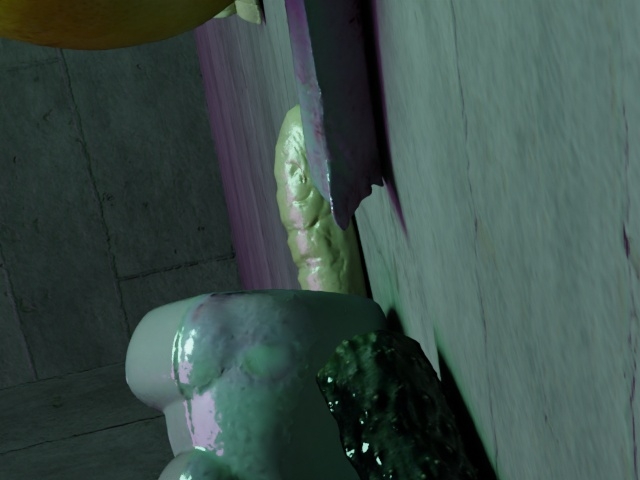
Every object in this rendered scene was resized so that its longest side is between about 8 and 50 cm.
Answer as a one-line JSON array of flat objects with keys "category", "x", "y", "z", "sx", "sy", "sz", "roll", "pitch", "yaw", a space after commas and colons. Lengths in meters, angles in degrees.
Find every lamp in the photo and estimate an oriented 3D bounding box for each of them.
[{"category": "lamp", "x": -0.005, "y": 0.185, "z": 1.138, "sx": 0.247, "sy": 0.247, "sz": 0.301, "roll": -15, "pitch": 72, "yaw": 46}]

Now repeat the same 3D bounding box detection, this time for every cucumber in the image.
[{"category": "cucumber", "x": 0.063, "y": 0.124, "z": 0.911, "sx": 0.078, "sy": 0.062, "sz": 0.211, "roll": 42, "pitch": -172, "yaw": -29}]

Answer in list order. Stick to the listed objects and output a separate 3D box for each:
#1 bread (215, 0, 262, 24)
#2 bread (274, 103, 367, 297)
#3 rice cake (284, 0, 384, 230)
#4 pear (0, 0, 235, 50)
[{"category": "bread", "x": -0.085, "y": -0.289, "z": 1.736, "sx": 0.152, "sy": 0.105, "sz": 0.077, "roll": -60, "pitch": -30, "yaw": -46}, {"category": "bread", "x": 0.001, "y": 0.001, "z": 1.302, "sx": 0.073, "sy": 0.053, "sz": 0.214, "roll": 164, "pitch": 93, "yaw": -89}, {"category": "rice cake", "x": 0.002, "y": -0.135, "z": 0.968, "sx": 0.081, "sy": 0.051, "sz": 0.290, "roll": -94, "pitch": -5, "yaw": -52}, {"category": "pear", "x": -0.155, "y": -0.266, "z": 1.026, "sx": 0.314, "sy": 0.314, "sz": 0.314, "roll": 168, "pitch": 90, "yaw": -85}]
